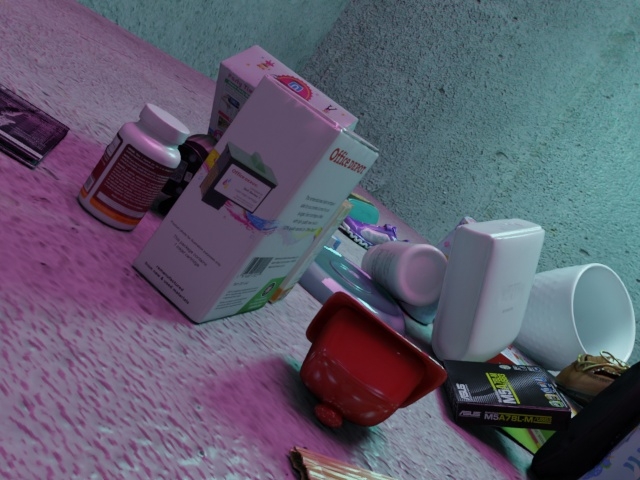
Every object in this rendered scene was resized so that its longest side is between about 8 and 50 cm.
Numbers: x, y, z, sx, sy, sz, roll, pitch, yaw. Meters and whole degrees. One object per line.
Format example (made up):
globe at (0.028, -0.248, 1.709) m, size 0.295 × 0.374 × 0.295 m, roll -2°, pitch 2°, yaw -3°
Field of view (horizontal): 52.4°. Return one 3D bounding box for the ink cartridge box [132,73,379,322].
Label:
ink cartridge box at (-0.071, -0.045, 0.819) m, size 0.117 × 0.278 × 0.201 m, roll 40°, pitch 11°, yaw 14°

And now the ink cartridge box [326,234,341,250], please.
ink cartridge box at (0.000, 0.000, 1.469) m, size 0.083 × 0.048 × 0.028 m, roll 29°, pitch 13°, yaw -38°

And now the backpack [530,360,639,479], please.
backpack at (0.533, 0.399, 0.959) m, size 0.355 × 0.290 × 0.273 m, roll 46°, pitch 21°, yaw 12°

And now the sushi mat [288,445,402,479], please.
sushi mat at (0.111, 0.295, 0.647) m, size 0.316 × 0.019 × 0.151 m, roll 29°, pitch 14°, yaw -34°

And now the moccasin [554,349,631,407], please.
moccasin at (0.607, 0.300, 1.376) m, size 0.139 × 0.147 × 0.380 m, roll 37°, pitch 2°, yaw 15°

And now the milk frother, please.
milk frother at (-0.240, -0.124, 1.017) m, size 0.143 × 0.129 × 0.135 m, roll 42°, pitch 14°, yaw -5°

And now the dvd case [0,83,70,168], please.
dvd case at (-0.440, -0.175, 0.893) m, size 0.164 × 0.018 × 0.221 m, roll 34°, pitch 10°, yaw -20°

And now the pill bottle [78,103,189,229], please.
pill bottle at (-0.237, -0.096, 0.841) m, size 0.086 × 0.152 × 0.086 m, roll 36°, pitch 11°, yaw -8°

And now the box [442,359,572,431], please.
box at (0.312, 0.263, 1.124) m, size 0.184 × 0.045 × 0.190 m, roll 6°, pitch 11°, yaw 3°

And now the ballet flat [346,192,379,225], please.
ballet flat at (0.040, -0.121, 1.996) m, size 0.348 × 0.123 × 0.123 m, roll 25°, pitch 16°, yaw -44°

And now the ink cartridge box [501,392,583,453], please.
ink cartridge box at (0.437, 0.348, 1.256) m, size 0.255 × 0.097 × 0.189 m, roll 36°, pitch 11°, yaw -7°

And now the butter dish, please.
butter dish at (0.036, 0.162, 0.749) m, size 0.160 × 0.118 × 0.160 m, roll 38°, pitch -31°, yaw 4°

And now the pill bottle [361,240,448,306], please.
pill bottle at (0.177, 0.066, 1.438) m, size 0.131 × 0.131 × 0.229 m, roll 34°, pitch -7°, yaw -17°

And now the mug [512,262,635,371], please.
mug at (0.648, 0.266, 1.783) m, size 0.276 × 0.328 × 0.374 m, roll -23°, pitch 93°, yaw -36°

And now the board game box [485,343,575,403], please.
board game box at (0.471, 0.312, 1.606) m, size 0.316 × 0.064 × 0.242 m, roll 38°, pitch 11°, yaw 4°

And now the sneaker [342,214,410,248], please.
sneaker at (0.172, -0.015, 1.936) m, size 0.236 × 0.104 × 0.095 m, roll 35°, pitch 12°, yaw -7°

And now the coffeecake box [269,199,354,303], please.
coffeecake box at (-0.063, -0.022, 0.991) m, size 0.142 × 0.185 × 0.068 m, roll 39°, pitch 12°, yaw 10°

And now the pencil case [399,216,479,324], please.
pencil case at (0.298, 0.073, 1.528) m, size 0.124 × 0.273 × 0.113 m, roll 20°, pitch 26°, yaw -48°

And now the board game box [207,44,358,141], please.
board game box at (-0.089, -0.139, 1.123) m, size 0.224 × 0.303 × 0.097 m, roll 39°, pitch 50°, yaw 13°

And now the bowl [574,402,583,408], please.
bowl at (0.711, 0.483, 1.675) m, size 0.142 × 0.053 × 0.142 m, roll 37°, pitch 10°, yaw 0°

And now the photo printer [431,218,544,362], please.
photo printer at (0.350, 0.114, 1.371) m, size 0.107 × 0.307 × 0.256 m, roll 22°, pitch 19°, yaw 39°

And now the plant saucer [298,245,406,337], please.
plant saucer at (0.050, 0.086, 1.288) m, size 0.317 × 0.043 × 0.317 m, roll 36°, pitch 10°, yaw -7°
